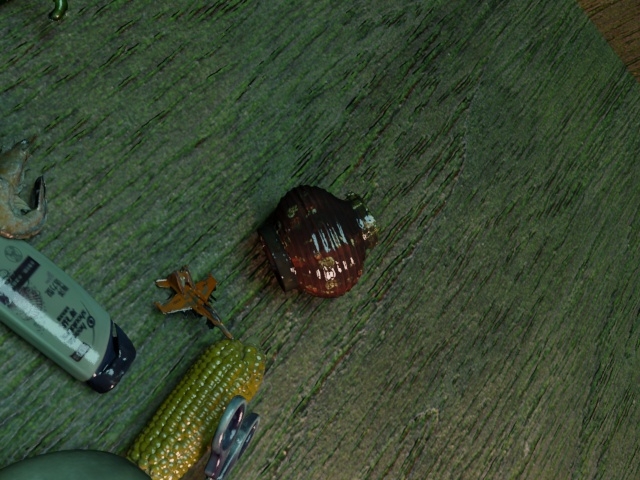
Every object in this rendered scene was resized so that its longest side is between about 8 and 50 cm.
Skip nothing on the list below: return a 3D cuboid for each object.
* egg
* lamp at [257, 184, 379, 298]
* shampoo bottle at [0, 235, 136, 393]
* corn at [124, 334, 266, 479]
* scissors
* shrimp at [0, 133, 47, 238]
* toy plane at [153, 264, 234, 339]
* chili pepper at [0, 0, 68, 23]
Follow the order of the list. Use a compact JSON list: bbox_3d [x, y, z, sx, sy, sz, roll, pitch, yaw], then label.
[{"bbox_3d":[-0.398,0.445,1.241,0.352,0.258,0.259,-3,78,-45],"label":"egg"},{"bbox_3d":[0.000,0.000,1.669,0.246,0.247,0.247,11,71,-32],"label":"lamp"},{"bbox_3d":[-0.468,0.105,1.407,0.359,0.078,0.134,43,46,-17],"label":"shampoo bottle"},{"bbox_3d":[-0.218,0.301,1.491,0.130,0.130,0.347,50,57,-12],"label":"corn"},{"bbox_3d":[-0.210,0.454,1.432,0.029,0.256,0.384,24,71,12],"label":"scissors"},{"bbox_3d":[-0.512,-0.093,1.429,0.126,0.047,0.224,41,39,-33],"label":"shrimp"},{"bbox_3d":[-0.227,0.125,1.561,0.135,0.062,0.188,-32,76,-37],"label":"toy plane"},{"bbox_3d":[-0.557,-0.498,1.475,0.261,0.174,0.165,29,37,-23],"label":"chili pepper"}]
